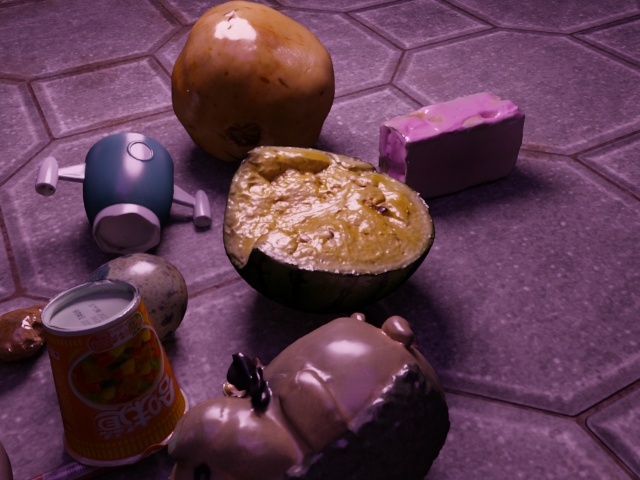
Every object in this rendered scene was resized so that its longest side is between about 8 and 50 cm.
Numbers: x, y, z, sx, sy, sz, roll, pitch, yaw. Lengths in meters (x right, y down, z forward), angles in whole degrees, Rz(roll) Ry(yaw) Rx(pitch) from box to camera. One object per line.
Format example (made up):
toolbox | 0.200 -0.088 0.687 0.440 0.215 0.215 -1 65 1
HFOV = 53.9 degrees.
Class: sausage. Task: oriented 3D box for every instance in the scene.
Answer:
sausage | -0.291 0.282 0.777 0.223 0.029 0.029 -18 43 -19

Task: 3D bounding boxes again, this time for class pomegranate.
pomegranate | -0.132 -0.313 1.262 0.333 0.332 0.332 0 40 0

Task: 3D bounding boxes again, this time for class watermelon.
watermelon | 0.000 0.000 0.990 0.331 0.189 0.330 11 41 -10

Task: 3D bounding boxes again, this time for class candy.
candy | 0.246 -0.182 1.217 0.265 0.155 0.115 -16 46 -17

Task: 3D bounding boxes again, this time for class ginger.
ginger | -0.421 0.130 0.928 0.165 0.067 0.096 -22 23 -23

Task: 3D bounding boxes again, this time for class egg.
egg | -0.281 0.096 0.912 0.182 0.141 0.141 -29 48 -20

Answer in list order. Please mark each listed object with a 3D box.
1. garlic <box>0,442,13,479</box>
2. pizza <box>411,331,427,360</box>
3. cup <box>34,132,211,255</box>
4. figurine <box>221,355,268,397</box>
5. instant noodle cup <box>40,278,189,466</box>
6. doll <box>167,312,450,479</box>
garlic | -0.467 0.271 0.692 0.340 0.231 0.246 36 12 25
pizza | 0.122 0.169 0.907 0.083 0.025 0.078 24 51 17
cup | -0.334 -0.071 1.097 0.300 0.167 0.173 12 44 -25
figurine | -0.102 0.199 0.868 0.083 0.047 0.051 -39 38 -27
instant noodle cup | -0.261 0.155 0.780 0.168 0.185 0.168 -6 27 3
doll | -0.022 0.226 0.695 0.349 0.247 0.247 -41 53 -20
